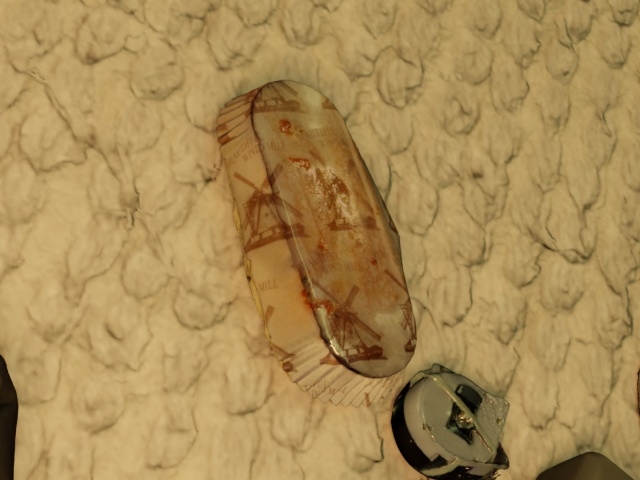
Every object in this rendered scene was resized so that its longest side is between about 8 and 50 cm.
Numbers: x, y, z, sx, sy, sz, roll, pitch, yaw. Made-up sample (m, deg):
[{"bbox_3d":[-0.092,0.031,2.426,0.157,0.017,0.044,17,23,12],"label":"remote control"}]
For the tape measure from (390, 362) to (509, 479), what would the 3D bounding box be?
[{"bbox_3d":[0.102,0.148,1.290,0.094,0.054,0.091,24,51,-26],"label":"tape measure"}]

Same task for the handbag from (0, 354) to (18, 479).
[{"bbox_3d":[-0.334,0.156,0.914,0.302,0.178,0.275,23,42,-26],"label":"handbag"}]

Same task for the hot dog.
[{"bbox_3d":[0.000,0.000,1.279,0.144,0.075,0.268,1,65,-39],"label":"hot dog"}]

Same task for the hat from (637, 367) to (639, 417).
[{"bbox_3d":[0.380,0.148,1.462,0.193,0.082,0.193,15,61,-29],"label":"hat"}]

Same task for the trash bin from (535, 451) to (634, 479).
[{"bbox_3d":[0.206,0.302,1.263,0.176,0.101,0.236,40,49,-10],"label":"trash bin"}]
